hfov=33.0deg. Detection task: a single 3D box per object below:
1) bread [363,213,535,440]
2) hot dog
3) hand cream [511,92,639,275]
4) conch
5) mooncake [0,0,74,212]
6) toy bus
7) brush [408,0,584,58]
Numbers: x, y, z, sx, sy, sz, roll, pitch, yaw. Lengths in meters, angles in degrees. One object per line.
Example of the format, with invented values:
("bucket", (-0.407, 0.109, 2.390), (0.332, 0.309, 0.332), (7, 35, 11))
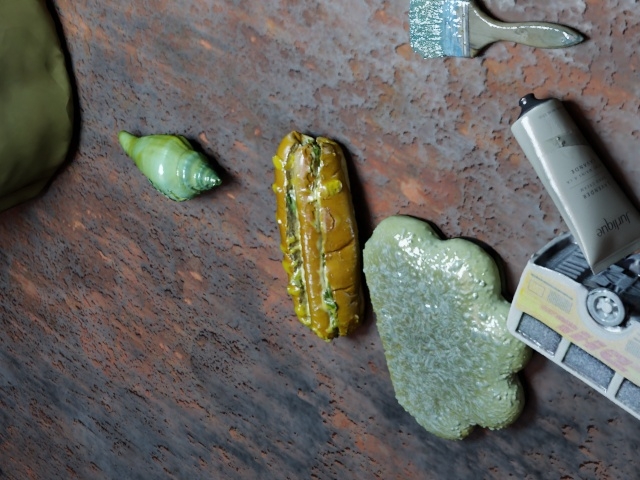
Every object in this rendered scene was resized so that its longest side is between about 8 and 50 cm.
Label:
("bread", (0.152, 0.105, 1.236), (0.207, 0.056, 0.286), (-5, 108, 45))
("hot dog", (0.000, 0.000, 1.310), (0.115, 0.072, 0.269), (3, 112, 33))
("hand cream", (0.248, -0.063, 1.053), (0.186, 0.087, 0.054), (59, 156, 9))
("conch", (-0.202, -0.097, 1.440), (0.201, 0.079, 0.095), (20, 138, 54))
("mooncake", (-0.589, -0.232, 1.590), (0.467, 0.262, 0.467), (21, 122, 36))
("toy bus", (0.344, 0.120, 1.037), (0.342, 0.097, 0.138), (36, 132, 25))
("brush", (0.173, -0.210, 1.083), (0.196, 0.021, 0.070), (14, 121, 37))
